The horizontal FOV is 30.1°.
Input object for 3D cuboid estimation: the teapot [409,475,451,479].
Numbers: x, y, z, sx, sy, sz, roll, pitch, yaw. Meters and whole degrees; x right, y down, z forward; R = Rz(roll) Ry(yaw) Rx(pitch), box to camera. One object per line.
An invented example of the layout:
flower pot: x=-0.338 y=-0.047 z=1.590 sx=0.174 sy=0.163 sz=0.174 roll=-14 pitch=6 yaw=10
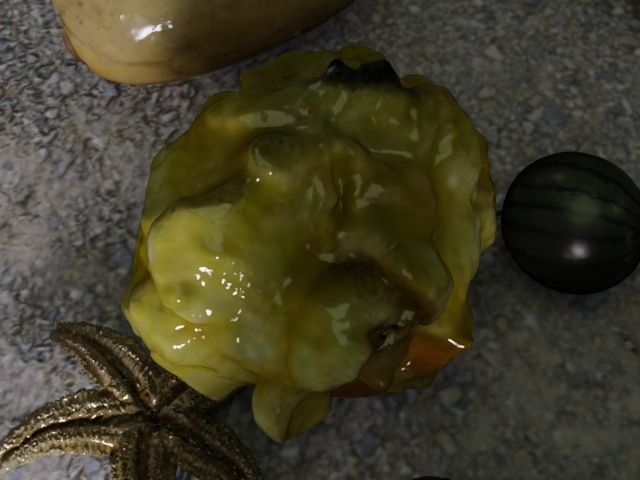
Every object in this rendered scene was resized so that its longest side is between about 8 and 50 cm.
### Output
teapot: x=0.071 y=0.210 z=0.806 sx=0.121 sy=0.068 sz=0.076 roll=34 pitch=48 yaw=-4

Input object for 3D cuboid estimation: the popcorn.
popcorn: x=0.000 y=0.000 z=0.820 sx=0.286 sy=0.215 sz=0.252 roll=-28 pitch=87 yaw=-26

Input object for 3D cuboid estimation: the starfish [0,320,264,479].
starfish: x=-0.113 y=0.135 z=0.863 sx=0.240 sy=0.043 sz=0.227 roll=-25 pitch=67 yaw=-13

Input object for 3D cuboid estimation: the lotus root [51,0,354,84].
lotus root: x=-0.059 y=-0.243 z=0.980 sx=0.343 sy=0.151 sz=0.169 roll=-24 pitch=66 yaw=-4

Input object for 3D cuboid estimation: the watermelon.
watermelon: x=0.178 y=-0.015 z=0.887 sx=0.133 sy=0.105 sz=0.105 roll=12 pitch=64 yaw=35
